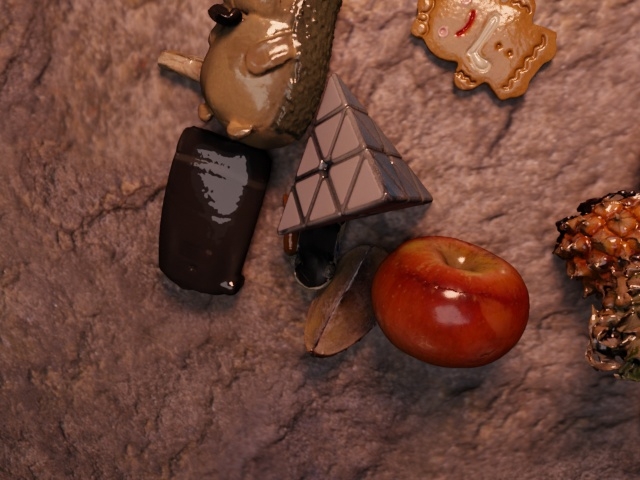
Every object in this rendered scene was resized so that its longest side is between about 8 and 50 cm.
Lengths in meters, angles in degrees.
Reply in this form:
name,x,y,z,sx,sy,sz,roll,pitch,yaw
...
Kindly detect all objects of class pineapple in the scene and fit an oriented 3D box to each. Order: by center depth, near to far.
name,x,y,z,sx,sy,sz,roll,pitch,yaw
pineapple,0.499,0.098,0.770,0.263,0.271,0.262,14,138,13

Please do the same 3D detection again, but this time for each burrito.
name,x,y,z,sx,sy,sz,roll,pitch,yaw
burrito,-0.259,-0.350,0.995,0.149,0.041,0.055,18,95,8

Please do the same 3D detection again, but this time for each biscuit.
name,x,y,z,sx,sy,sz,roll,pitch,yaw
biscuit,0.282,-0.362,0.863,0.249,0.035,0.184,39,110,2

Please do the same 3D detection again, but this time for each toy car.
name,x,y,z,sx,sy,sz,roll,pitch,yaw
toy car,0.000,0.000,1.009,0.095,0.056,0.204,15,101,24

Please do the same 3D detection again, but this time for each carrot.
name,x,y,z,sx,sy,sz,roll,pitch,yaw
carrot,-0.063,-0.028,1.039,0.035,0.035,0.142,-1,98,14

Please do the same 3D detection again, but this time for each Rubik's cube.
name,x,y,z,sx,sy,sz,roll,pitch,yaw
Rubik's cube,0.064,-0.109,0.866,0.228,0.228,0.233,25,148,20

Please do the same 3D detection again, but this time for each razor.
name,x,y,z,sx,sy,sz,roll,pitch,yaw
razor,-0.228,-0.052,1.029,0.204,0.113,0.349,18,108,6

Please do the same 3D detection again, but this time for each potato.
name,x,y,z,sx,sy,sz,roll,pitch,yaw
potato,0.060,0.121,1.032,0.120,0.100,0.261,27,97,-32

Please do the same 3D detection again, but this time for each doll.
name,x,y,z,sx,sy,sz,roll,pitch,yaw
doll,-0.087,-0.341,0.854,0.247,0.247,0.349,28,100,5

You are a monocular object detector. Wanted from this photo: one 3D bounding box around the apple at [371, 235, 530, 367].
name,x,y,z,sx,sy,sz,roll,pitch,yaw
apple,0.227,0.115,0.891,0.272,0.251,0.206,10,112,-2
